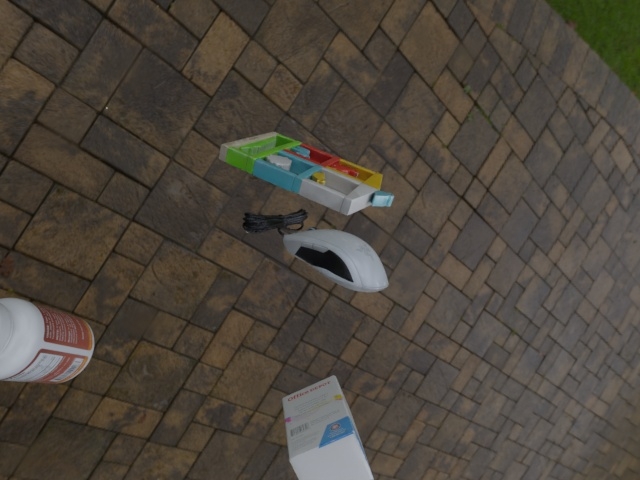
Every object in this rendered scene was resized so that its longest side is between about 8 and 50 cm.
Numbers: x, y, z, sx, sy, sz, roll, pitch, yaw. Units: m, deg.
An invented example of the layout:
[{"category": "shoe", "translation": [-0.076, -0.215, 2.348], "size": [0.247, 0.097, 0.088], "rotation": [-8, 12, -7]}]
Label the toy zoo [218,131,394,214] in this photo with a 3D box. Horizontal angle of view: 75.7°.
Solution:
[{"category": "toy zoo", "translation": [-0.007, -0.123, 0.743], "size": [0.192, 0.292, 0.030], "rotation": [-43, 154, -60]}]

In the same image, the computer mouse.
[{"category": "computer mouse", "translation": [0.000, 0.000, 0.462], "size": [0.105, 0.192, 0.042], "rotation": [-1, 111, -48]}]

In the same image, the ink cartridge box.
[{"category": "ink cartridge box", "translation": [0.005, 0.277, 0.599], "size": [0.092, 0.143, 0.090], "rotation": [-22, 108, -2]}]

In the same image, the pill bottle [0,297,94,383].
[{"category": "pill bottle", "translation": [-0.472, 0.159, 0.652], "size": [0.121, 0.121, 0.216], "rotation": [-38, 162, -12]}]
